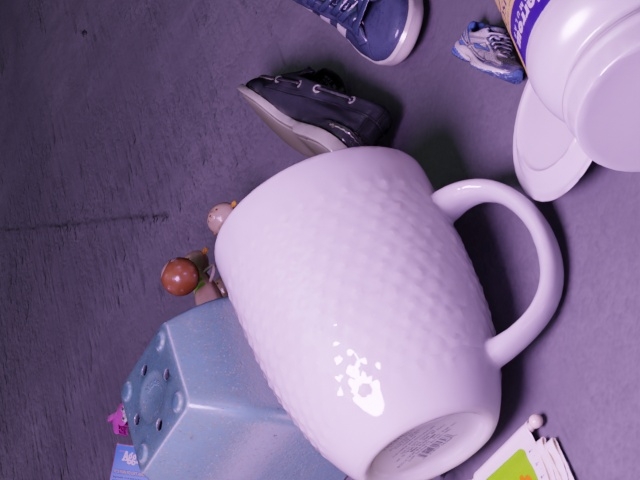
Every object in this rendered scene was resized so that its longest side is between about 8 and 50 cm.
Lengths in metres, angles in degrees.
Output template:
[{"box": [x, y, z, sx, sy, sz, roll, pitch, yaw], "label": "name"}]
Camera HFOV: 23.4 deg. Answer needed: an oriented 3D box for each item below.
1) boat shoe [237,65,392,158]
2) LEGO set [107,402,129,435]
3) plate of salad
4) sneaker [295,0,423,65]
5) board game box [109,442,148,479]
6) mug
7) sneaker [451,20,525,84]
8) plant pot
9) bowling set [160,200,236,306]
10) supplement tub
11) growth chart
[{"box": [-0.005, -0.183, 2.124, 0.113, 0.127, 0.340, -47, 26, -5], "label": "boat shoe"}, {"box": [-0.277, 0.361, 2.394, 0.093, 0.087, 0.227, -30, 55, 32], "label": "LEGO set"}, {"box": [0.275, -0.139, 1.721, 0.200, 0.048, 0.200, -167, 90, -69], "label": "plate of salad"}, {"box": [0.012, -0.348, 2.105, 0.350, 0.148, 0.131, 50, 122, 51], "label": "sneaker"}, {"box": [-0.207, 0.379, 2.248, 0.281, 0.027, 0.145, 0, 75, 40], "label": "board game box"}, {"box": [0.100, 0.078, 1.762, 0.374, 0.276, 0.328, -32, 59, 12], "label": "mug"}, {"box": [0.206, -0.231, 1.858, 0.135, 0.052, 0.058, 42, 112, 54], "label": "sneaker"}, {"box": [-0.114, 0.218, 2.032, 0.248, 0.252, 0.247, -55, 38, 32], "label": "plant pot"}, {"box": [-0.136, 0.017, 2.191, 0.287, 0.200, 0.154, -55, 38, 27], "label": "bowling set"}, {"box": [0.297, -0.257, 1.541, 0.241, 0.241, 0.331, -51, 41, 37], "label": "supplement tub"}, {"box": [0.234, 0.310, 1.671, 0.172, 0.021, 0.237, -59, 36, 31], "label": "growth chart"}]
